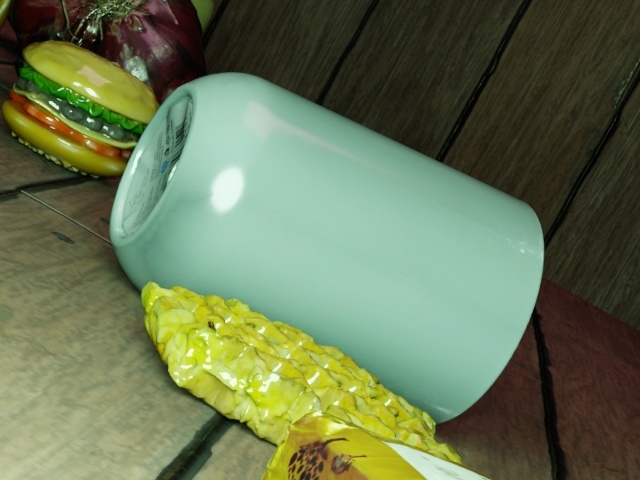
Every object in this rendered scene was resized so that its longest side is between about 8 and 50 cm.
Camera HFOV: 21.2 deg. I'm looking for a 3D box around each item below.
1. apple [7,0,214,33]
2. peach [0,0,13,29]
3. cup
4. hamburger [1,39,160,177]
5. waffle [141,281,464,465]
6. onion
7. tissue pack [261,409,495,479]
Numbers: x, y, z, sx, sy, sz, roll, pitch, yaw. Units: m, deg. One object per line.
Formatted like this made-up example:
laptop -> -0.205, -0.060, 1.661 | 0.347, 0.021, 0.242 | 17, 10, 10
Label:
apple -> -0.316, -0.338, 2.426 | 0.258, 0.233, 0.295 | 3, 34, -43
peach -> -0.495, -0.348, 2.019 | 0.275, 0.245, 0.248 | 20, -23, 8
cup -> 0.000, 0.000, 1.383 | 0.312, 0.205, 0.205 | 25, 8, -21
hamburger -> -0.243, -0.133, 1.722 | 0.162, 0.115, 0.162 | 28, 5, -2
waffle -> -0.017, 0.105, 1.177 | 0.253, 0.056, 0.249 | 30, 6, -5
onion -> -0.236, -0.218, 2.003 | 0.221, 0.281, 0.281 | -23, 34, -22
tissue pack -> 0.087, 0.185, 0.873 | 0.183, 0.092, 0.226 | 24, 10, -36
